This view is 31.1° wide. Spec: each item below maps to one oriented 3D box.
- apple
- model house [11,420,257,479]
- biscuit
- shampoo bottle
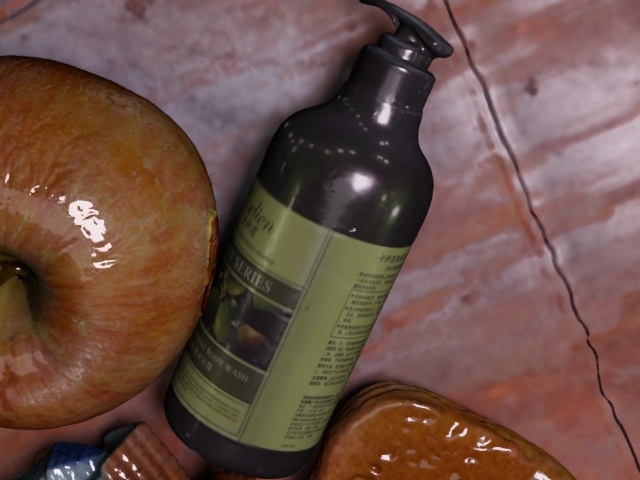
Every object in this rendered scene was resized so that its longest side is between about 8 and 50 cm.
[{"bbox_3d":[-0.162,-0.001,0.654,0.211,0.188,0.211,1,109,4],"label":"apple"},{"bbox_3d":[-0.108,0.177,0.743,0.148,0.119,0.148,-36,98,4],"label":"model house"},{"bbox_3d":[0.086,0.244,0.765,0.262,0.052,0.277,22,106,-5],"label":"biscuit"},{"bbox_3d":[0.000,0.000,0.679,0.101,0.101,0.284,24,106,-1],"label":"shampoo bottle"}]
